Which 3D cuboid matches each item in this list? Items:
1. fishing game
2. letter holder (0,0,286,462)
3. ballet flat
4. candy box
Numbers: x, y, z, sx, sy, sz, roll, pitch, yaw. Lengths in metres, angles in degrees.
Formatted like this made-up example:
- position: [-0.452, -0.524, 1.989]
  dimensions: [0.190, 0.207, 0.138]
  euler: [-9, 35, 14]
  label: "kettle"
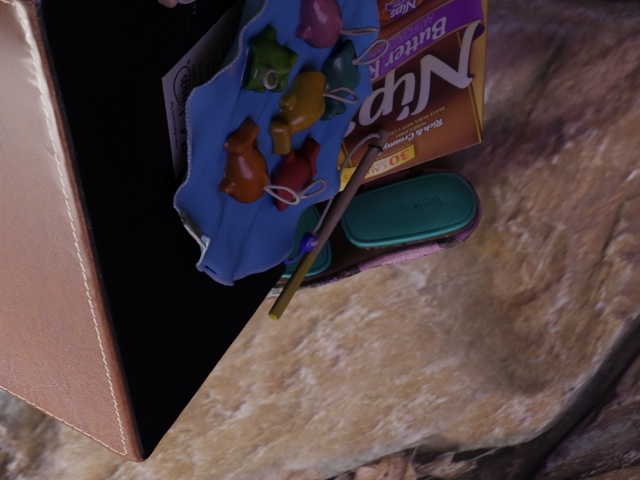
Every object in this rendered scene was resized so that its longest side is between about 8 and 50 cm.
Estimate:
- position: [-0.007, -0.063, 0.565]
  dimensions: [0.189, 0.041, 0.264]
  euler: [-58, 158, -28]
  label: "fishing game"
- position: [-0.148, -0.069, 0.573]
  dimensions: [0.152, 0.214, 0.302]
  euler: [-54, 157, -35]
  label: "letter holder"
- position: [0.000, 0.000, 0.799]
  dimensions: [0.221, 0.077, 0.079]
  euler: [-10, 159, -21]
  label: "ballet flat"
- position: [0.038, -0.118, 0.690]
  dimensions: [0.109, 0.053, 0.187]
  euler: [-20, 144, -9]
  label: "candy box"
